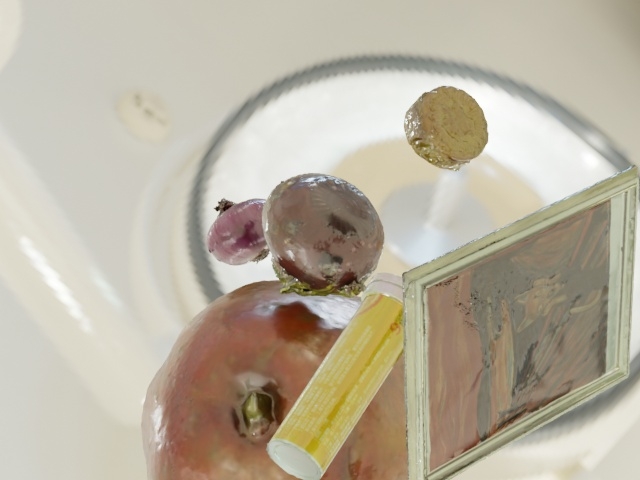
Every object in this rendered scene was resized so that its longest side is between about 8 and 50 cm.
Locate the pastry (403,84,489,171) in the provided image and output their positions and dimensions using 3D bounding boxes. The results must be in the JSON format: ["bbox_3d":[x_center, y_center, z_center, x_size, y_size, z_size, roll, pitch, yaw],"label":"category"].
[{"bbox_3d":[0.145,-0.130,2.045,0.097,0.057,0.109,37,-124,-9],"label":"pastry"}]

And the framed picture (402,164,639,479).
[{"bbox_3d":[0.171,0.076,1.471,0.273,0.216,0.016,-25,-145,-34],"label":"framed picture"}]

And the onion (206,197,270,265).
[{"bbox_3d":[-0.106,-0.016,2.451,0.104,0.115,0.115,49,-162,14],"label":"onion"}]

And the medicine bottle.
[{"bbox_3d":[0.029,0.134,1.753,0.074,0.218,0.074,25,149,16],"label":"medicine bottle"}]

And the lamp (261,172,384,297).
[{"bbox_3d":[-0.004,-0.003,2.155,0.156,0.135,0.157,35,-140,-8],"label":"lamp"}]

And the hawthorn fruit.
[{"bbox_3d":[-0.045,0.230,2.225,0.403,0.403,0.403,35,-164,-12],"label":"hawthorn fruit"}]
